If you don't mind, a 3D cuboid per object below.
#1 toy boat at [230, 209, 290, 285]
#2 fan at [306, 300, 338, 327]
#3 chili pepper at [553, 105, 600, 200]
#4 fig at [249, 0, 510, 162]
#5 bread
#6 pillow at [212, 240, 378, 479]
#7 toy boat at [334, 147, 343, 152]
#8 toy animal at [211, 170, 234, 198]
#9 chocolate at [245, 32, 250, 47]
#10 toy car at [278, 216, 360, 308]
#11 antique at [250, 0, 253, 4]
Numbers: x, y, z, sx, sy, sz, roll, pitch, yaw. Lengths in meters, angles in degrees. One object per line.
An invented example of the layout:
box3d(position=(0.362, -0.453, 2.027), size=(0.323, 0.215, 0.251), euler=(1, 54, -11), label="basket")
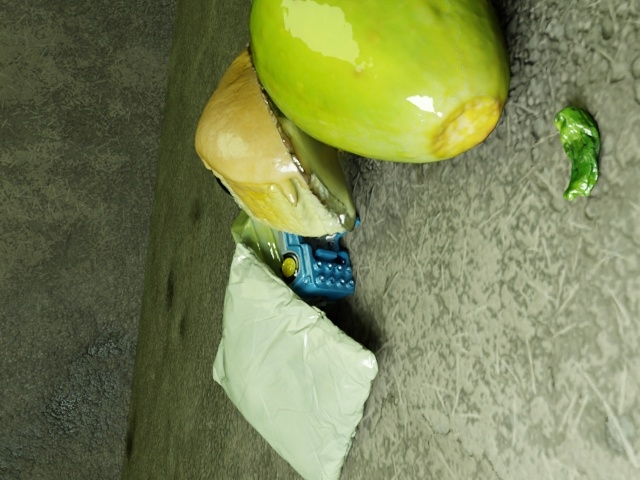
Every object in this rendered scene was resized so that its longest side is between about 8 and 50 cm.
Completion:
box3d(position=(-0.079, 0.043, 1.084), size=(0.111, 0.084, 0.277), euler=(-169, 66, -71), label="toy boat")
box3d(position=(-0.002, 0.104, 1.104), size=(0.152, 0.008, 0.227), euler=(148, 125, -63), label="fan")
box3d(position=(0.225, -0.078, 0.604), size=(0.030, 0.034, 0.091), euler=(62, -155, -70), label="chili pepper")
box3d(position=(0.072, -0.208, 0.745), size=(0.326, 0.258, 0.258), euler=(47, 128, 39), label="fig")
box3d(position=(-0.074, -0.124, 0.920), size=(0.204, 0.162, 0.262), euler=(57, -173, -48), label="bread")
box3d(position=(-0.055, 0.186, 0.980), size=(0.280, 0.076, 0.275), euler=(38, 131, 32), label="pillow")
box3d(position=(0.017, -0.210, 1.052), size=(0.318, 0.099, 0.141), euler=(-123, 48, -61), label="toy boat")
box3d(position=(-0.098, -0.150, 1.215), size=(0.235, 0.165, 0.187), euler=(-171, 83, -65), label="toy animal")
box3d(position=(-0.020, -0.352, 1.132), size=(0.083, 0.161, 0.261), euler=(66, 151, 20), label="chocolate")
box3d(position=(0.000, 0.000, 1.009), size=(0.100, 0.097, 0.191), euler=(-28, 63, 37), label="toy car")
box3d(position=(-0.023, -0.498, 1.195), size=(0.284, 0.125, 0.150), euler=(126, 143, -50), label="antique")
